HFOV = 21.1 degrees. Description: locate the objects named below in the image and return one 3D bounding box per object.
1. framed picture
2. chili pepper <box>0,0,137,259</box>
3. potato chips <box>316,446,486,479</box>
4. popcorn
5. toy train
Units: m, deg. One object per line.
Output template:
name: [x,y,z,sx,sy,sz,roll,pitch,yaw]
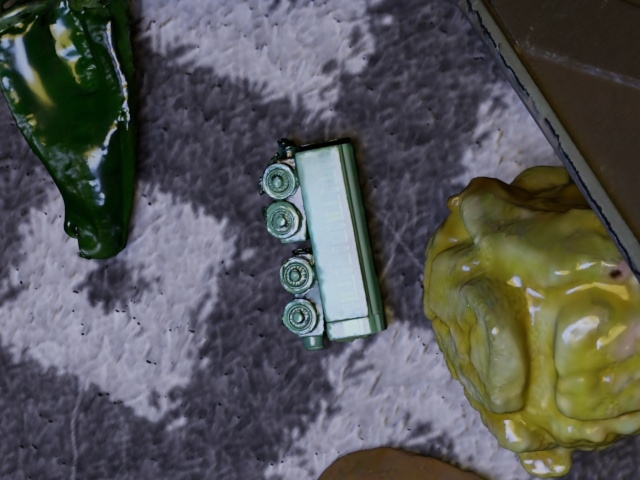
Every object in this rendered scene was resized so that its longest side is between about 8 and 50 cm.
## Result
framed picture: [0.243,-0.099,1.016,0.232,0.024,0.315,-27,53,2]
chili pepper: [-0.171,-0.092,1.195,0.108,0.062,0.216,-6,93,18]
potato chips: [0.069,0.240,1.168,0.195,0.062,0.208,-21,92,14]
popcorn: [0.159,0.039,1.073,0.185,0.167,0.187,-15,47,23]
toy train: [0.000,0.000,1.176,0.071,0.038,0.148,-11,91,10]
